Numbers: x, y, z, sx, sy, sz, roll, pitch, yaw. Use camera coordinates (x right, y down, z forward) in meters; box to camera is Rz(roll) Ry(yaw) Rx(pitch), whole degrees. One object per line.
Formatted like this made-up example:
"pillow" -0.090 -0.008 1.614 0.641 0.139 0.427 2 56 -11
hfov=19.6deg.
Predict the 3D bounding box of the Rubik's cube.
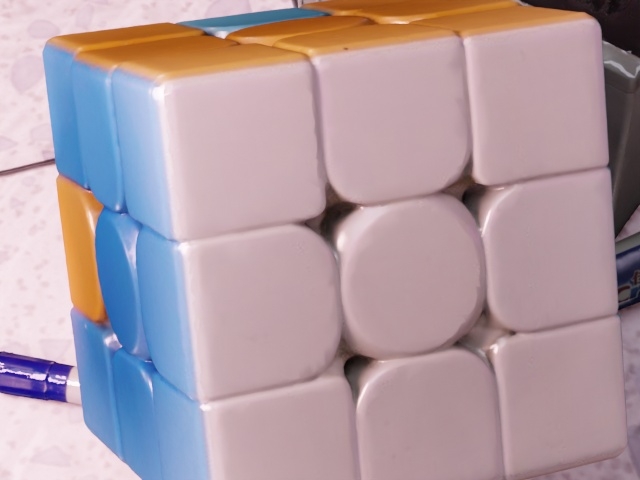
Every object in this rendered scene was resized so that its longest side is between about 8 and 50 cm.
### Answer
"Rubik's cube" 0.000 0.000 1.212 0.291 0.290 0.292 -11 13 -19

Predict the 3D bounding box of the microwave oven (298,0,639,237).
"microwave oven" 0.149 -0.174 1.448 0.295 0.237 0.181 29 60 21

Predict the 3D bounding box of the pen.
"pen" -0.115 0.119 1.383 0.269 0.033 0.033 8 57 7

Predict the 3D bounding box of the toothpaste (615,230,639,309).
"toothpaste" 0.277 0.008 1.427 0.268 0.047 0.069 -22 89 -10
